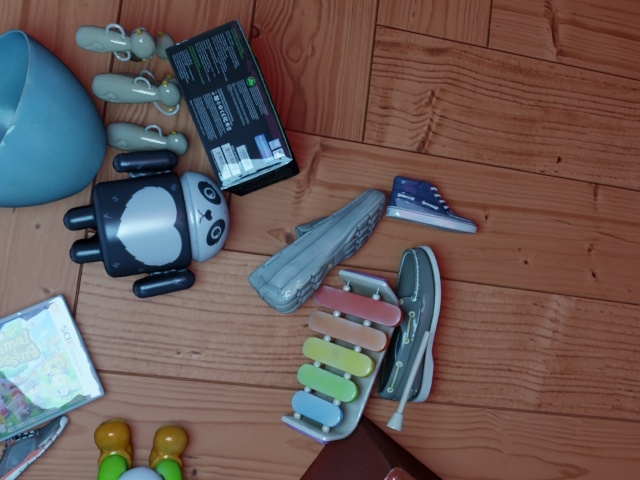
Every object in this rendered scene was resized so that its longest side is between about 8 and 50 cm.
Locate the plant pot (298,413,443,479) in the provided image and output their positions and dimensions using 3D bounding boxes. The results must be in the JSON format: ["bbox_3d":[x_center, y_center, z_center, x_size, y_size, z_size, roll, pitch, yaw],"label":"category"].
[{"bbox_3d":[0.111,0.502,1.329,0.267,0.236,0.267,41,78,-8],"label":"plant pot"}]

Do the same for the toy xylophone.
[{"bbox_3d":[0.066,0.217,1.366,0.081,0.236,0.322,32,68,-48],"label":"toy xylophone"}]

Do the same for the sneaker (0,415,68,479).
[{"bbox_3d":[-0.507,0.351,1.282,0.158,0.061,0.065,-43,90,-14],"label":"sneaker"}]

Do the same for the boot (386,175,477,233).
[{"bbox_3d":[0.229,-0.070,1.490,0.190,0.069,0.086,13,85,-11],"label":"boot"}]

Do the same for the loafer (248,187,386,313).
[{"bbox_3d":[0.000,0.000,1.408,0.111,0.112,0.319,38,63,21],"label":"loafer"}]

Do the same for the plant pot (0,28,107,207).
[{"bbox_3d":[-0.477,-0.172,1.245,0.195,0.290,0.290,27,78,-44],"label":"plant pot"}]

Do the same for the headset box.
[{"bbox_3d":[-0.142,-0.215,1.312,0.131,0.283,0.246,-21,90,1],"label":"headset box"}]

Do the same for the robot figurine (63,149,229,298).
[{"bbox_3d":[-0.298,-0.029,1.303,0.278,0.209,0.173,-9,48,-14],"label":"robot figurine"}]

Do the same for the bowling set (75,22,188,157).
[{"bbox_3d":[-0.303,-0.307,1.317,0.154,0.287,0.199,8,55,5],"label":"bowling set"}]

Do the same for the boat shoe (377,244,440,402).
[{"bbox_3d":[0.165,0.158,1.436,0.091,0.109,0.305,5,88,-18],"label":"boat shoe"}]

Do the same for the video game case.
[{"bbox_3d":[-0.508,0.222,1.280,0.212,0.023,0.193,-23,90,-13],"label":"video game case"}]

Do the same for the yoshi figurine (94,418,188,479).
[{"bbox_3d":[-0.290,0.432,1.166,0.204,0.362,0.203,-31,124,15],"label":"yoshi figurine"}]
